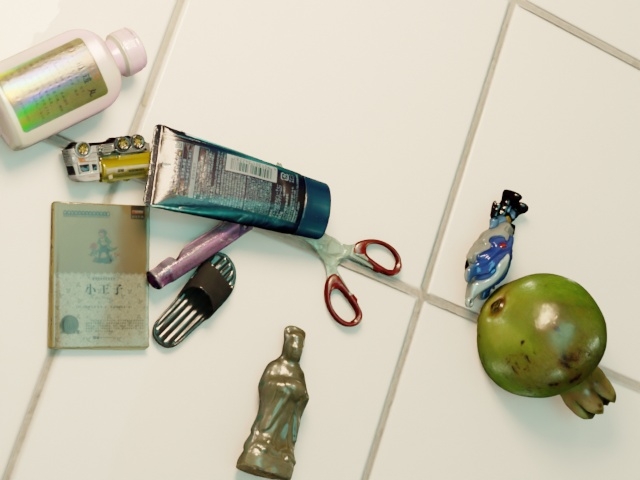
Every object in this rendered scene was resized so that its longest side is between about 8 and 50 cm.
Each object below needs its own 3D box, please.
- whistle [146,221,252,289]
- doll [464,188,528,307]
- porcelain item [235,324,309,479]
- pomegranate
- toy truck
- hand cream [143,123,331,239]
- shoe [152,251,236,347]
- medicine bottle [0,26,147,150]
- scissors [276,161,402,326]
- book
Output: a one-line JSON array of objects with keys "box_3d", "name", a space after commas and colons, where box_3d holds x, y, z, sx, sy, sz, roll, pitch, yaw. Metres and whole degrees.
[{"box_3d": [-0.166, 0.013, 1.940, 0.176, 0.033, 0.033, -34, 100, -29], "name": "whistle"}, {"box_3d": [0.259, 0.017, 2.125, 0.096, 0.070, 0.195, 48, 62, -47], "name": "doll"}, {"box_3d": [-0.053, 0.226, 1.970, 0.081, 0.069, 0.216, 20, 73, -17], "name": "porcelain item"}, {"box_3d": [0.350, 0.170, 2.104, 0.189, 0.159, 0.241, -14, 97, -24], "name": "pomegranate"}, {"box_3d": [-0.284, -0.108, 1.892, 0.123, 0.052, 0.063, -10, 96, -26], "name": "toy truck"}, {"box_3d": [-0.113, -0.073, 1.940, 0.270, 0.061, 0.120, 16, 70, -27], "name": "hand cream"}, {"box_3d": [-0.168, 0.084, 1.931, 0.062, 0.053, 0.159, 45, 72, -11], "name": "shoe"}, {"box_3d": [-0.337, -0.213, 1.861, 0.219, 0.078, 0.115, -30, 96, -24], "name": "medicine bottle"}, {"box_3d": [0.000, 0.000, 2.034, 0.247, 0.017, 0.144, 44, 69, -14], "name": "scissors"}, {"box_3d": [-0.298, 0.049, 1.892, 0.138, 0.016, 0.199, 2, 85, -25], "name": "book"}]
